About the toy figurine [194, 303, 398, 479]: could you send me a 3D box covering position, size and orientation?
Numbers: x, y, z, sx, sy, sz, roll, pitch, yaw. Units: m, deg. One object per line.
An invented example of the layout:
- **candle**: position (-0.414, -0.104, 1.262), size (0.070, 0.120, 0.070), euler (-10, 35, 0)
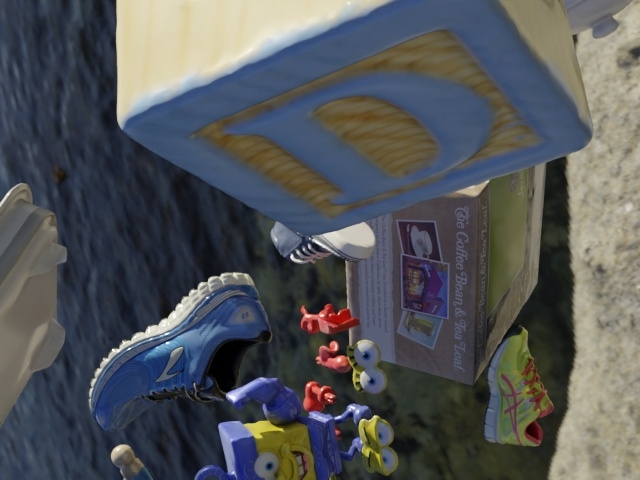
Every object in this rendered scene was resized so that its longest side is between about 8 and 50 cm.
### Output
- **toy figurine**: position (-0.048, 0.271, 1.125), size (0.191, 0.217, 0.362), euler (15, 116, 61)

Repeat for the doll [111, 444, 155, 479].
- **doll**: position (-0.115, 0.191, 0.618), size (0.129, 0.046, 0.189), euler (64, -170, 29)

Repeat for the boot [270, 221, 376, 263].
- **boot**: position (0.000, 0.000, 1.135), size (0.190, 0.069, 0.086), euler (50, 124, 56)

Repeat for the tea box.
- **tea box**: position (0.203, -0.012, 1.521), size (0.220, 0.323, 0.329), euler (12, 122, 25)

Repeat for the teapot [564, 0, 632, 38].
- **teapot**: position (0.304, -0.330, 1.175), size (0.187, 0.252, 0.256), euler (64, -169, 1)

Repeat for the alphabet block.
- **alphabet block**: position (0.016, -0.140, 0.527), size (0.193, 0.192, 0.197), euler (-17, 66, 25)

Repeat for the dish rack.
- **dish rack**: position (-0.351, 0.136, 0.999), size (0.072, 0.333, 0.285), euler (22, 140, 1)

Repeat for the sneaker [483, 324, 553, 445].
- **sneaker**: position (0.295, 0.214, 1.400), size (0.094, 0.081, 0.208), euler (15, 126, 28)

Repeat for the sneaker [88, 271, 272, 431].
- **sneaker**: position (-0.208, 0.194, 1.433), size (0.330, 0.130, 0.147), euler (-40, 68, 16)
